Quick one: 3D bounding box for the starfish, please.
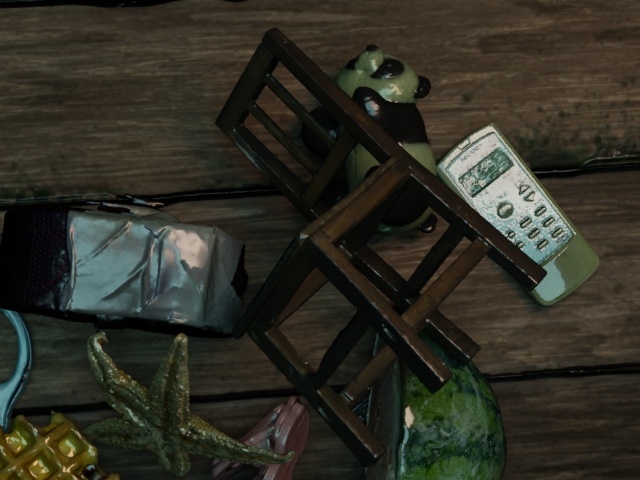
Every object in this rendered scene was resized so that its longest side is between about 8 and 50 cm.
[{"bbox_3d":[-0.173,0.196,1.836,0.295,0.048,0.231,6,129,26],"label":"starfish"}]

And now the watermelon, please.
[{"bbox_3d":[0.120,0.233,1.910,0.180,0.224,0.305,6,88,33],"label":"watermelon"}]

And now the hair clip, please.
[{"bbox_3d":[-0.050,0.265,1.909,0.138,0.123,0.102,-40,70,-3],"label":"hair clip"}]

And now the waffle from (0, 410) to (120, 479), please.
[{"bbox_3d":[-0.299,0.335,1.852,0.309,0.065,0.283,9,71,-19],"label":"waffle"}]

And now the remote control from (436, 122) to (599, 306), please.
[{"bbox_3d":[0.243,-0.031,1.993,0.098,0.038,0.233,-38,90,-8],"label":"remote control"}]

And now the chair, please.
[{"bbox_3d":[0.000,0.000,1.762,0.416,0.203,0.240,42,49,8],"label":"chair"}]

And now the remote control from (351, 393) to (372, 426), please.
[{"bbox_3d":[0.079,0.192,1.971,0.091,0.016,0.034,-37,102,-7],"label":"remote control"}]

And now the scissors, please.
[{"bbox_3d":[-0.391,0.245,1.912,0.180,0.032,0.393,-21,87,-7],"label":"scissors"}]

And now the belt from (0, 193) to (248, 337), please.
[{"bbox_3d":[-0.227,0.025,1.872,0.289,0.184,0.164,8,80,-11],"label":"belt"}]

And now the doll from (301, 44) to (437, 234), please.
[{"bbox_3d":[0.067,-0.115,1.937,0.135,0.143,0.234,-11,88,-38],"label":"doll"}]
